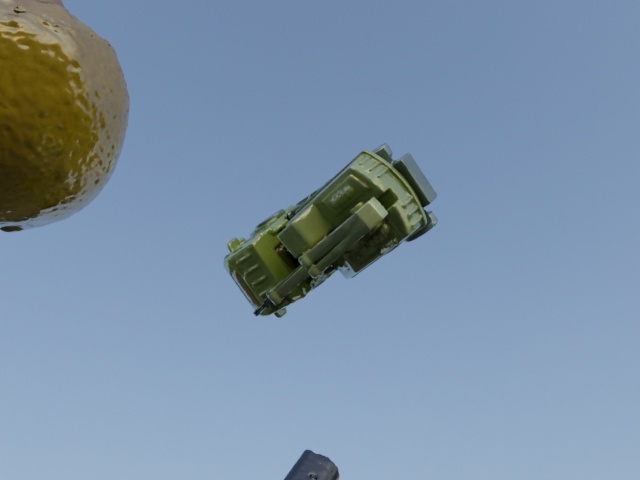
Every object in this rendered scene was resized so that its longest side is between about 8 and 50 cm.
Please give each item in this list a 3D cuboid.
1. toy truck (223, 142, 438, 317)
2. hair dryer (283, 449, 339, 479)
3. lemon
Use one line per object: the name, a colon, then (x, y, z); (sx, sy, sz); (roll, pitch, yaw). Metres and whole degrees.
toy truck: (0.000, 0.000, 0.446); (0.169, 0.100, 0.077); (-29, -83, 36)
hair dryer: (-0.061, 0.268, 0.527); (0.197, 0.251, 0.089); (24, -63, 21)
lemon: (-0.273, -0.113, 0.546); (0.192, 0.192, 0.230); (17, -86, -15)
